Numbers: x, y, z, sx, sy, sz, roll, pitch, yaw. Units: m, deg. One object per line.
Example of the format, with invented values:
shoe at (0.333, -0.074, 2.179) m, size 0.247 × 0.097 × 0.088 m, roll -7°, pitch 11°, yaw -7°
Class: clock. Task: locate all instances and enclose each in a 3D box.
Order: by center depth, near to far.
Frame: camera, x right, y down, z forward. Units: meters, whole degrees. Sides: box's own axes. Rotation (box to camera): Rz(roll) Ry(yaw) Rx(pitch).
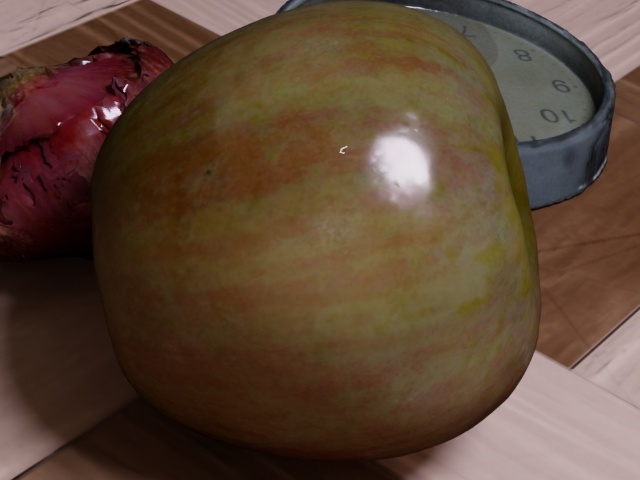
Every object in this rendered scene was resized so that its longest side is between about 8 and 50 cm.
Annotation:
clock at (0.089, -0.118, 1.311) m, size 0.281 × 0.055 × 0.280 m, roll 8°, pitch 33°, yaw -5°

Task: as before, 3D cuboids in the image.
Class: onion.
onion at (-0.157, -0.042, 1.063) m, size 0.184 × 0.147 × 0.184 m, roll -28°, pitch 13°, yaw 7°

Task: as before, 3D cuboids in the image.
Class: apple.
apple at (0.000, 0.000, 0.946) m, size 0.234 × 0.256 × 0.257 m, roll -15°, pitch 32°, yaw 11°
